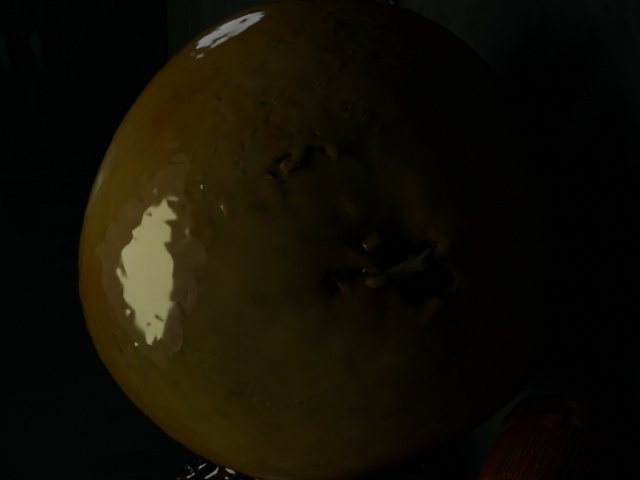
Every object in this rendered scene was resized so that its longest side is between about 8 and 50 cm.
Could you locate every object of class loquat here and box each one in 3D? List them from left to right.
[{"bbox_3d":[0.000,0.000,0.454,0.263,0.263,0.263,175,90,-77],"label":"loquat"}]

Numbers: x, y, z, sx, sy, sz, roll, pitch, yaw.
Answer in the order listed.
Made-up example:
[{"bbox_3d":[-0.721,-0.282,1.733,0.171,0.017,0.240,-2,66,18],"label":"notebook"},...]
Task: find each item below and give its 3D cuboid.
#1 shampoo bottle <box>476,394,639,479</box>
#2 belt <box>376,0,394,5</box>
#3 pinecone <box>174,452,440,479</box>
[{"bbox_3d":[0.047,0.196,0.324,0.076,0.314,0.118,46,141,-6],"label":"shampoo bottle"},{"bbox_3d":[0.020,-0.208,0.739,0.140,0.058,0.105,-173,75,-75],"label":"belt"},{"bbox_3d":[0.007,0.263,0.664,0.292,0.246,0.246,66,167,-3],"label":"pinecone"}]
